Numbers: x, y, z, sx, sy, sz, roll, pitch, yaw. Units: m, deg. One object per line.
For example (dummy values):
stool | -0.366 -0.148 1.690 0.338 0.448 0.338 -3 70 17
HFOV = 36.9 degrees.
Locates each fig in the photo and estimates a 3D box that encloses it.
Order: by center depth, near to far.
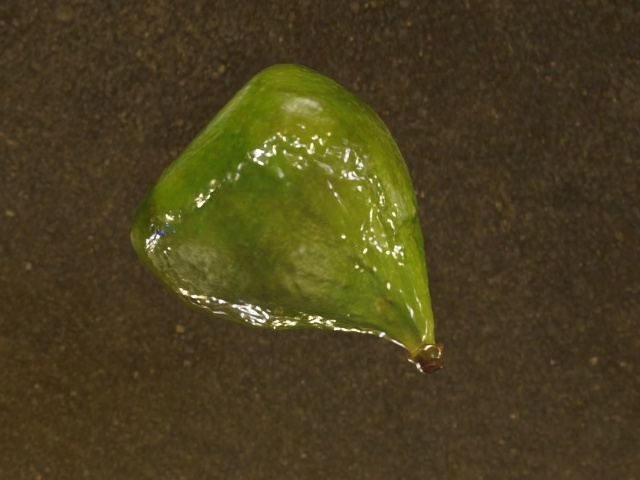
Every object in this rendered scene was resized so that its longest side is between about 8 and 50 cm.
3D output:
fig | 0.000 0.000 0.690 0.235 0.203 0.203 41 126 -2
